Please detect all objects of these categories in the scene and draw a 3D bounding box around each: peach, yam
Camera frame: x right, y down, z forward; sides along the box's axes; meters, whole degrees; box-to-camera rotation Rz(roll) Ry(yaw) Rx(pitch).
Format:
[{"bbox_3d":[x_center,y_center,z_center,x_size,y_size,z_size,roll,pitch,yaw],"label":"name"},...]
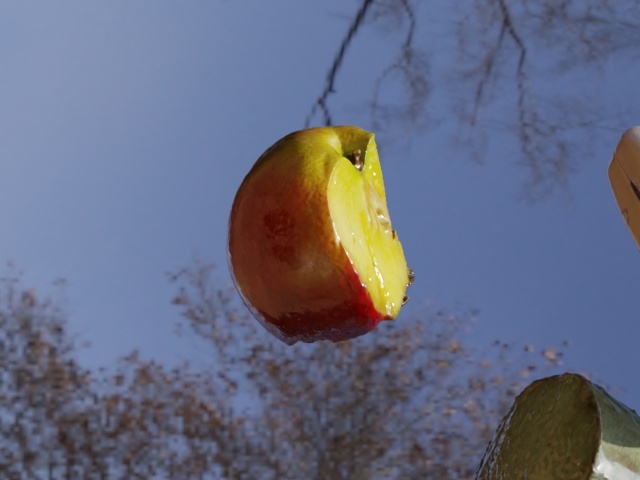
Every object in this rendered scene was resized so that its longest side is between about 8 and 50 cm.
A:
[{"bbox_3d":[-0.007,-0.003,0.876,0.118,0.151,0.151,-13,-109,14],"label":"peach"},{"bbox_3d":[0.222,0.224,0.892,0.161,0.268,0.161,-50,-170,12],"label":"yam"}]

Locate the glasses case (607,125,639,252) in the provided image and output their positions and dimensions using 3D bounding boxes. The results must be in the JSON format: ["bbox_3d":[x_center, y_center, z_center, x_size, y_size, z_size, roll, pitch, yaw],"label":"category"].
[{"bbox_3d":[0.276,0.008,0.899,0.297,0.113,0.075,-101,-151,-59],"label":"glasses case"}]
